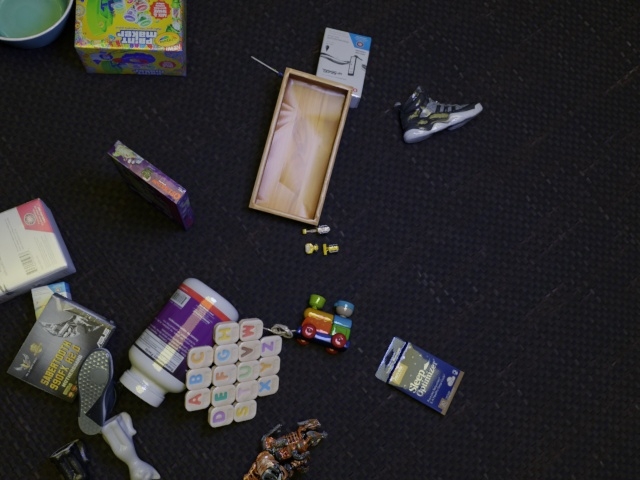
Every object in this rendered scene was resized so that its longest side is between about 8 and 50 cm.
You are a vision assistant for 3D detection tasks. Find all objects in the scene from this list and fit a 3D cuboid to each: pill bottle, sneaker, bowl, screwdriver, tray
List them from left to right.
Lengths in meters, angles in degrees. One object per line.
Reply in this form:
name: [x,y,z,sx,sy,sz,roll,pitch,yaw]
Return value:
bowl: [-0.842,-0.671,1.861,0.311,0.163,0.312,2,78,-7]
sneaker: [-0.560,0.357,1.685,0.086,0.163,0.226,12,103,-2]
pill bottle: [-0.375,0.270,1.731,0.181,0.181,0.323,37,77,0]
screwdriver: [-0.141,-0.517,2.006,0.169,0.024,0.025,28,48,0]
tray: [-0.056,-0.267,1.900,0.202,0.076,0.411,15,89,-5]
sneaker: [0.358,-0.409,2.014,0.268,0.101,0.153,-22,85,-9]

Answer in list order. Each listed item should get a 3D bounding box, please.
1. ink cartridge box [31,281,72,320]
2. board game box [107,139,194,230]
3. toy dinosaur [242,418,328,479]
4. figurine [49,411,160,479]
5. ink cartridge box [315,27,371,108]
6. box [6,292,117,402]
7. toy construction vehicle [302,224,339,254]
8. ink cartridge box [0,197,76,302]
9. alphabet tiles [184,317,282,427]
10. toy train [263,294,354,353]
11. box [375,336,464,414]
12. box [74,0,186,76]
ink cartridge box: [-0.715,0.182,1.765,0.088,0.052,0.123,-13,82,-10]
board game box: [-0.432,-0.132,1.718,0.208,0.347,0.056,32,77,0]
toy dinosaur: [-0.105,0.621,1.743,0.322,0.164,0.218,-43,72,4]
figurine: [-0.549,0.588,1.698,0.214,0.092,0.209,-30,92,-14]
ink cartridge box: [0.064,-0.524,2.003,0.148,0.086,0.203,11,77,-5]
box: [-0.669,0.278,1.712,0.183,0.056,0.231,31,87,-13]
toy construction vehicle: [0.000,0.000,1.919,0.098,0.035,0.086,-8,91,-7]
ink cartridge box: [-0.832,0.042,1.742,0.283,0.117,0.207,-24,83,-13]
alphabet tiles: [-0.223,0.348,1.732,0.277,0.021,0.284,-2,102,-35]
toy train: [-0.030,0.214,1.839,0.248,0.105,0.143,18,66,-4]
box: [0.283,0.385,1.880,0.225,0.036,0.136,29,76,0]
box: [-0.537,-0.639,1.893,0.289,0.177,0.279,-1,80,-8]
